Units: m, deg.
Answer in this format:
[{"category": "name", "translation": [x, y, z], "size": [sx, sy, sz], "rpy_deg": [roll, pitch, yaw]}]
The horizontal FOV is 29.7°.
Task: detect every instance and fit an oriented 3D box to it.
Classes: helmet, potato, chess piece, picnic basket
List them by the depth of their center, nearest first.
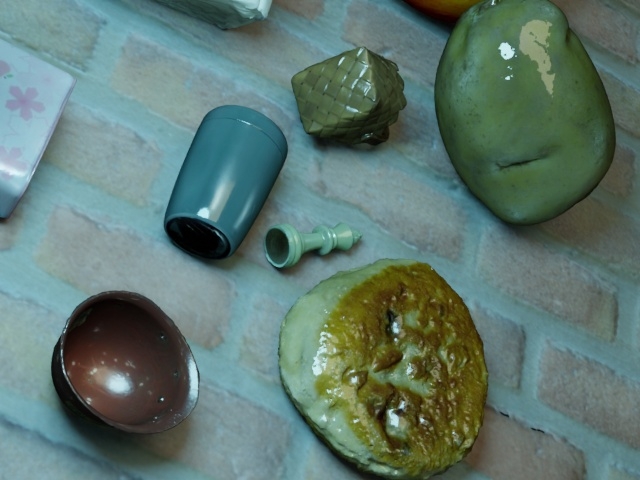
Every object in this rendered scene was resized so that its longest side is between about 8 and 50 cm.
[{"category": "helmet", "translation": [-0.230, 0.148, 1.359], "size": [0.175, 0.106, 0.155], "rpy_deg": [27, 57, -23]}, {"category": "chess piece", "translation": [0.000, 0.000, 1.610], "size": [0.149, 0.059, 0.059], "rpy_deg": [-8, 70, -38]}, {"category": "picnic basket", "translation": [0.055, -0.198, 1.702], "size": [0.178, 0.138, 0.128], "rpy_deg": [17, 58, -63]}, {"category": "potato", "translation": [0.288, -0.191, 1.754], "size": [0.221, 0.243, 0.326], "rpy_deg": [-27, 95, -33]}]

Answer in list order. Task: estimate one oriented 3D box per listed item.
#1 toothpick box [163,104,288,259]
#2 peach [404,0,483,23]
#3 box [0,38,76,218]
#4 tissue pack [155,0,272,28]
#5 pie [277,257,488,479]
[{"category": "toothpick box", "translation": [-0.124, -0.070, 1.530], "size": [0.120, 0.120, 0.184], "rpy_deg": [31, 56, -14]}, {"category": "peach", "translation": [0.230, -0.530, 1.843], "size": [0.388, 0.388, 0.388], "rpy_deg": [14, 59, -25]}, {"category": "box", "translation": [-0.484, -0.189, 1.380], "size": [0.370, 0.112, 0.190], "rpy_deg": [26, 54, -18]}, {"category": "tissue pack", "translation": [-0.154, -0.494, 1.606], "size": [0.266, 0.194, 0.356], "rpy_deg": [19, 85, -25]}, {"category": "pie", "translation": [0.095, 0.164, 1.560], "size": [0.315, 0.092, 0.315], "rpy_deg": [15, 59, -26]}]
